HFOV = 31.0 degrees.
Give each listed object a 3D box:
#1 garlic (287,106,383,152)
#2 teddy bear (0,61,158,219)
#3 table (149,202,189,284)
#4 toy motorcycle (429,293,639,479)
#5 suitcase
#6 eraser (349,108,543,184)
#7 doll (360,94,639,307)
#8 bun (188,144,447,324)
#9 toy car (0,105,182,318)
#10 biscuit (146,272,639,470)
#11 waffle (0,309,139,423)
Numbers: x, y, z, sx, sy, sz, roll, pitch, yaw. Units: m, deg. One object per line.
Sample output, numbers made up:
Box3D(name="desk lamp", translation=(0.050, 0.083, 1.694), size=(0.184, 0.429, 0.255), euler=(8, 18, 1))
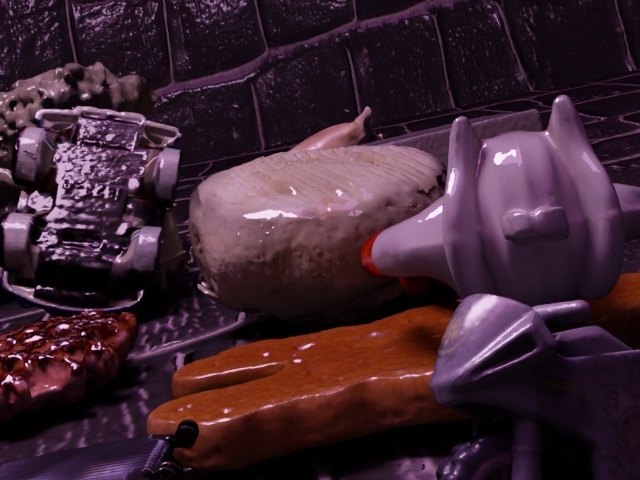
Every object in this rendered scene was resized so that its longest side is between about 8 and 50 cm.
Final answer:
Box3D(name="garlic", translation=(-0.006, -0.066, 1.445), size=(0.217, 0.110, 0.228), euler=(-26, -6, -40))
Box3D(name="teddy bear", translation=(-0.349, -0.079, 1.402), size=(0.357, 0.224, 0.367), euler=(-19, -7, -44))
Box3D(name="table", translation=(-0.207, 0.006, 1.366), size=(0.079, 0.083, 0.062), euler=(-6, 12, 28))
Box3D(name="toy motorcycle", translation=(0.130, 0.067, 0.506), size=(0.215, 0.122, 0.080), euler=(-16, -5, -25))
Box3D(name="suitcase", translation=(-0.122, 0.138, 0.579), size=(0.126, 0.059, 0.086), euler=(-11, 8, 4))
Box3D(name="eraser", translation=(0.086, -0.061, 1.326), size=(0.352, 0.111, 0.077), euler=(-13, 8, -8))
Box3D(name="doll", translation=(0.114, -0.004, 0.687), size=(0.188, 0.099, 0.384), euler=(-12, -5, 6))
Box3D(name="bun", translation=(0.000, 0.000, 0.997), size=(0.239, 0.141, 0.239), euler=(-7, 14, 2))
Box3D(name="toy car", translation=(-0.238, -0.013, 1.220), size=(0.172, 0.235, 0.158), euler=(7, -29, 0))
Box3D(name="biscuit", translation=(0.061, 0.081, 0.728), size=(0.334, 0.047, 0.202), euler=(-14, 7, 0))
Box3D(name="waffle", translation=(-0.253, 0.108, 0.938), size=(0.221, 0.055, 0.234), euler=(-16, 6, -16))
